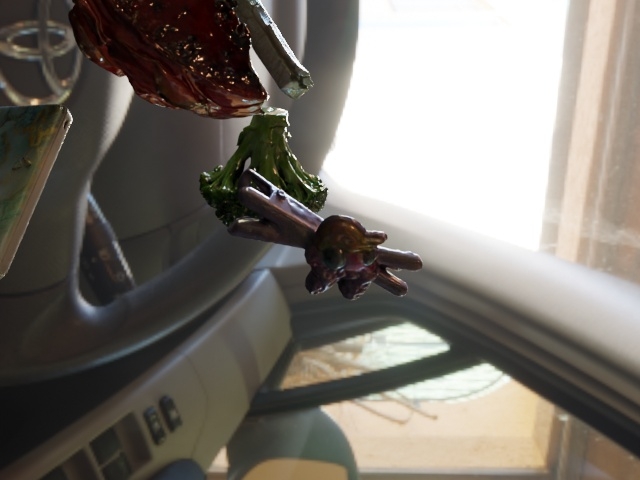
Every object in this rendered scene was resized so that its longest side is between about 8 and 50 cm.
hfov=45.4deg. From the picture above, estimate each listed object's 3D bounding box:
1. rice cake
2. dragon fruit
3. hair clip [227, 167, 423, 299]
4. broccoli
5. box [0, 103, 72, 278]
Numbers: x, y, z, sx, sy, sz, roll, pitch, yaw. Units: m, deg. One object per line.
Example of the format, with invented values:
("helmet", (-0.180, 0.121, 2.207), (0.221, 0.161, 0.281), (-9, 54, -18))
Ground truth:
("rice cake", (-0.119, -0.412, 1.459), (0.336, 0.063, 0.066), (58, 14, 21))
("dragon fruit", (-0.275, -0.271, 1.212), (0.329, 0.228, 0.286), (-18, -82, 54))
("hair clip", (-0.007, 0.004, 1.019), (0.137, 0.278, 0.090), (-64, 173, 30))
("broccoli", (-0.098, -0.137, 1.567), (0.269, 0.254, 0.269), (-34, 131, -52))
("box", (-0.442, -0.071, 1.039), (0.044, 0.142, 0.285), (64, 30, -54))
